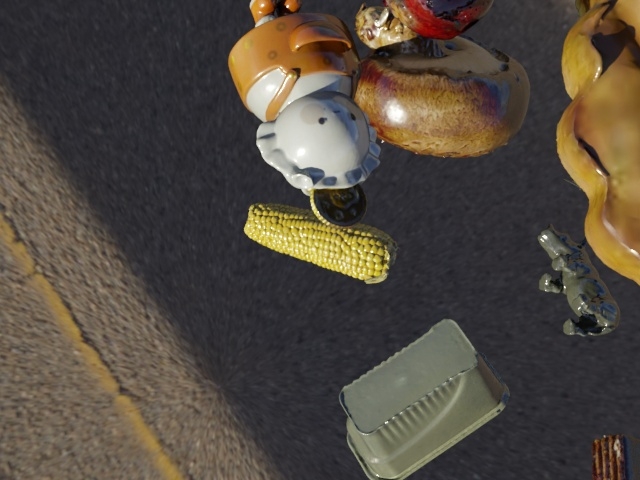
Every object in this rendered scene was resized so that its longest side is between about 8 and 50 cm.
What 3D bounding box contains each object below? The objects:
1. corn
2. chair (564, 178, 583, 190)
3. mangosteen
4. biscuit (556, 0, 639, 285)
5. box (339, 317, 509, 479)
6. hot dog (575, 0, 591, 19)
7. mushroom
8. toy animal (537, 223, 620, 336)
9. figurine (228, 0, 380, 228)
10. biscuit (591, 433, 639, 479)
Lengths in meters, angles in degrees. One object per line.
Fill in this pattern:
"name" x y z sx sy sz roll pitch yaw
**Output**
"corn" 0.001 -0.002 1.841 0.260 0.091 0.091 17 107 7
"chair" 0.441 -0.097 1.794 0.037 0.086 0.042 7 105 -46
"mangosteen" 0.158 -0.349 1.410 0.180 0.166 0.166 -41 88 -20
"biscuit" 0.286 -0.069 0.597 0.325 0.107 0.326 0 81 2
"box" 0.153 0.254 1.770 0.274 0.178 0.138 -35 54 -1
"hot dog" 0.354 -0.314 0.837 0.223 0.185 0.405 12 119 -5
"mushroom" 0.155 -0.216 1.553 0.278 0.297 0.163 31 119 10
"toy animal" 0.253 0.036 1.096 0.065 0.047 0.136 7 43 -29
"figurine" -0.015 -0.138 1.157 0.143 0.143 0.271 -10 84 -6
"biscuit" 0.482 0.432 1.706 0.106 0.070 0.252 23 57 -30
